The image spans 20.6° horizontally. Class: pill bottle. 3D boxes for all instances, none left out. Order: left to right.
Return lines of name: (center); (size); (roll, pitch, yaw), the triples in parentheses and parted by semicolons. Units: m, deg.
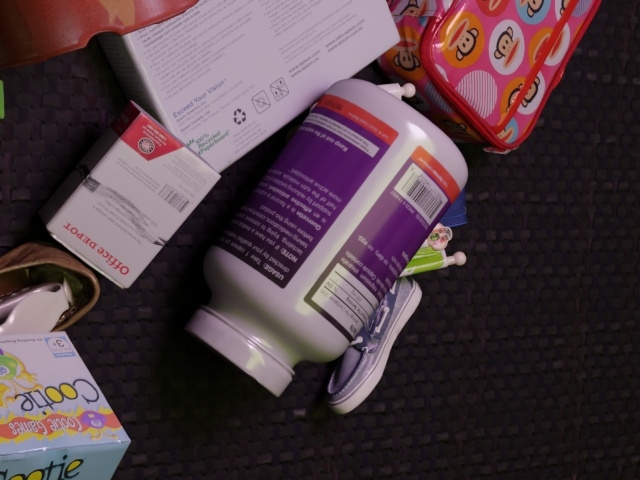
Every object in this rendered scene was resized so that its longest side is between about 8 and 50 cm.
pill bottle: (0.000, 0.000, 1.858); (0.181, 0.181, 0.323); (42, 82, -36)

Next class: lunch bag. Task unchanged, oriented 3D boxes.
lunch bag: (0.123, -0.038, 2.054); (0.098, 0.067, 0.065); (-13, 103, -36)
lunch bag: (0.212, -0.258, 2.080); (0.258, 0.120, 0.293); (43, 69, -40)

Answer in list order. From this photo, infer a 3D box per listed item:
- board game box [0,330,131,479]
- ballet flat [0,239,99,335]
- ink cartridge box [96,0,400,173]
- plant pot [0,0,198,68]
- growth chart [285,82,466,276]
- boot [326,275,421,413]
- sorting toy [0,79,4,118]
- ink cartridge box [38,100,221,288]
board game box: (-0.308, 0.230, 1.580); (0.144, 0.142, 0.275); (-1, 132, -41)
ballet flat: (-0.345, 0.093, 1.629); (0.342, 0.124, 0.116); (-24, 108, -36)
ink cartridge box: (-0.094, -0.275, 1.838); (0.324, 0.071, 0.330); (-37, 116, -29)
plant pot: (-0.241, -0.306, 1.555); (0.272, 0.272, 0.265); (-27, 105, -36)
growth chart: (0.058, -0.063, 1.977); (0.172, 0.021, 0.237); (-17, 99, -15)
boot: (0.040, 0.100, 2.009); (0.086, 0.069, 0.190); (45, 59, -27)
sorting toy: (-0.387, -0.231, 1.606); (0.347, 0.047, 0.196); (29, 76, -39)
ink cartridge box: (-0.192, -0.045, 1.746); (0.109, 0.063, 0.150); (40, 92, -26)
